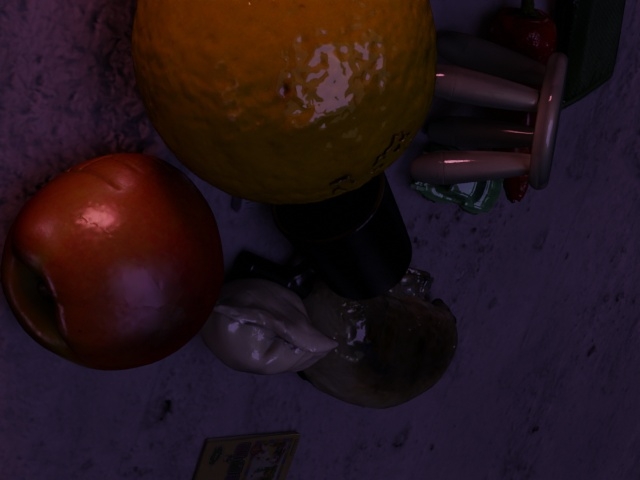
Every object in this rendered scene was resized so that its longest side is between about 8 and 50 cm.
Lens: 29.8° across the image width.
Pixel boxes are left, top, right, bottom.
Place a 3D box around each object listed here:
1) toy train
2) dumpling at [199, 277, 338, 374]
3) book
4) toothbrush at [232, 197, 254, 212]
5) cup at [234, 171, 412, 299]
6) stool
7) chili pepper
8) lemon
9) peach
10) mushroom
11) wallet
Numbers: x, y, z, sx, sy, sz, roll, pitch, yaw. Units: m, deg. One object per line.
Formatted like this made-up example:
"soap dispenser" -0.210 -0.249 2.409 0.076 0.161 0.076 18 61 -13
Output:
"toy train" 0.209 -0.092 1.853 0.149 0.081 0.099 19 101 -9
"dumpling" -0.081 0.126 1.681 0.250 0.162 0.132 34 60 -43
"book" -0.128 0.382 1.912 0.192 0.013 0.168 3 113 -42
"toothbrush" -0.078 -0.198 1.585 0.029 0.024 0.354 -16 125 -44
"cup" 0.005 -0.015 1.719 0.177 0.239 0.166 56 32 -51
"stool" 0.241 -0.181 1.712 0.195 0.198 0.195 -66 163 -58
"chili pepper" 0.302 -0.237 1.841 0.110 0.110 0.388 -20 124 -33
"lemon" -0.045 -0.224 1.369 0.350 0.350 0.387 -40 126 -16
"peach" -0.234 0.028 1.475 0.274 0.245 0.249 -35 163 -36
"mushroom" 0.099 0.154 1.889 0.247 0.130 0.344 -54 138 5
"wallet" 0.431 -0.338 1.937 0.160 0.055 0.236 -29 138 -30
